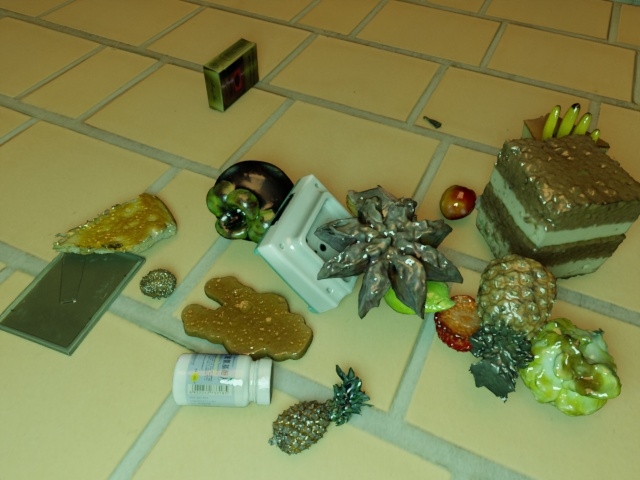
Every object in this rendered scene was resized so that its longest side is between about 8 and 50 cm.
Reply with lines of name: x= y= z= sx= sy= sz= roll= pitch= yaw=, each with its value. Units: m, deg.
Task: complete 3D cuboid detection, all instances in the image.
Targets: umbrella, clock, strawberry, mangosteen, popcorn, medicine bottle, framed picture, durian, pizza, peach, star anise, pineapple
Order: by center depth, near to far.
pineapple: x=-0.007 y=0.331 z=0.965 sx=0.222 sy=0.083 sz=0.103 roll=-25 pitch=54 yaw=-25
popcorn: x=0.502 y=0.251 z=0.990 sx=0.198 sy=0.212 sz=0.197 roll=0 pitch=85 yaw=2
pineapple: x=0.366 y=0.175 z=0.992 sx=0.158 sy=0.157 sz=0.278 roll=21 pitch=71 yaw=16
medicine bottle: x=-0.190 y=0.278 z=0.993 sx=0.187 sy=0.102 sz=0.102 roll=2 pitch=48 yaw=0
star anise: x=0.144 y=0.021 z=1.050 sx=0.332 sy=0.117 sz=0.331 roll=-1 pitch=57 yaw=1
strawberry: x=0.318 y=0.188 z=1.105 sx=0.145 sy=0.086 sz=0.145 roll=2 pitch=50 yaw=-2
durian: x=0.205 y=0.099 z=1.144 sx=0.139 sy=0.101 sz=0.250 roll=-31 pitch=25 yaw=4
durian: x=-0.380 y=0.101 z=1.160 sx=0.080 sy=0.080 sz=0.091 roll=40 pitch=14 yaw=29
clock: x=0.000 y=0.000 z=1.170 sx=0.116 sy=0.231 sz=0.262 roll=-20 pitch=32 yaw=40
framed picture: x=-0.587 y=0.119 z=1.182 sx=0.214 sy=0.016 sz=0.289 roll=15 pitch=49 yaw=12
mangosteen: x=-0.170 y=-0.093 z=1.254 sx=0.243 sy=0.242 sz=0.242 roll=1 pitch=48 yaw=-1
pizza: x=-0.512 y=-0.021 z=1.264 sx=0.189 sy=0.071 sz=0.297 roll=38 pitch=46 yaw=27
peach: x=0.376 y=-0.102 z=1.373 sx=0.101 sy=0.100 sz=0.100 roll=1 pitch=48 yaw=-1
umbrella: x=0.383 y=-0.403 z=1.695 sx=0.032 sy=0.020 sz=0.083 roll=-32 pitch=51 yaw=-28

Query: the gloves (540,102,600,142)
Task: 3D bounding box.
gloves: x=0.661 y=-0.242 z=1.370 sx=0.133 sy=0.294 sz=0.116 roll=26 pitch=53 yaw=20

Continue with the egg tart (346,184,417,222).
egg tart: x=0.169 y=-0.067 z=1.259 sx=0.234 sy=0.094 sz=0.234 roll=32 pitch=16 yaw=-10

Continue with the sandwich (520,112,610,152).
sandwich: x=0.746 y=-0.307 z=1.558 sx=0.220 sy=0.108 sz=0.185 roll=-2 pitch=49 yaw=-2

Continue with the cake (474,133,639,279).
cake: x=0.567 y=-0.074 z=1.218 sx=0.283 sy=0.290 sz=0.255 roll=-8 pitch=50 yaw=-10

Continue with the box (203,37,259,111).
box: x=-0.305 y=-0.576 z=1.733 sx=0.071 sy=0.159 sz=0.240 roll=22 pitch=49 yaw=15

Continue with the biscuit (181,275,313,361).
biscuit: x=-0.160 y=0.185 z=1.121 sx=0.295 sy=0.044 sz=0.186 roll=23 pitch=54 yaw=19
